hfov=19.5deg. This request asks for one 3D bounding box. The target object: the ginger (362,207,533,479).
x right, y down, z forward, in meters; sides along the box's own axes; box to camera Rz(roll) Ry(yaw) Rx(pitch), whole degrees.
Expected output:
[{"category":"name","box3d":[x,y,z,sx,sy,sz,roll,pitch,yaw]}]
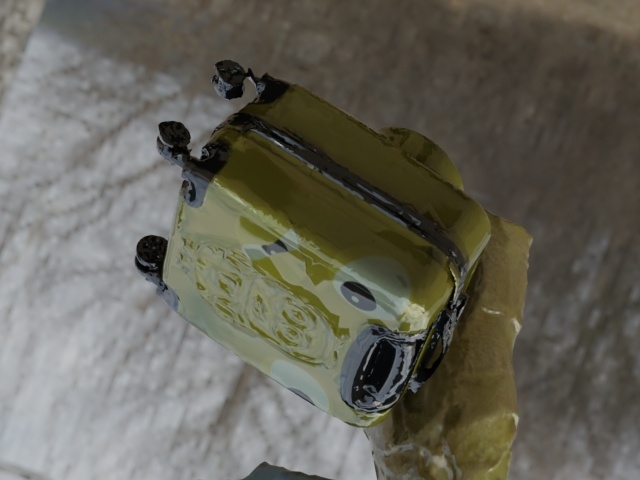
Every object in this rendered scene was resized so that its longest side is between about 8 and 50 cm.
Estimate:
[{"category":"ginger","box3d":[0.095,0.096,1.415,0.109,0.263,0.116,17,160,-23]}]

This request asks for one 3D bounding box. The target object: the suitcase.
[{"category":"suitcase","box3d":[0.000,0.000,1.295,0.235,0.143,0.194,33,147,9]}]

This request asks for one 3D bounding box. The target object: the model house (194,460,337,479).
[{"category":"model house","box3d":[-0.012,0.430,1.835,0.339,0.360,0.297,-8,-146,-2]}]
